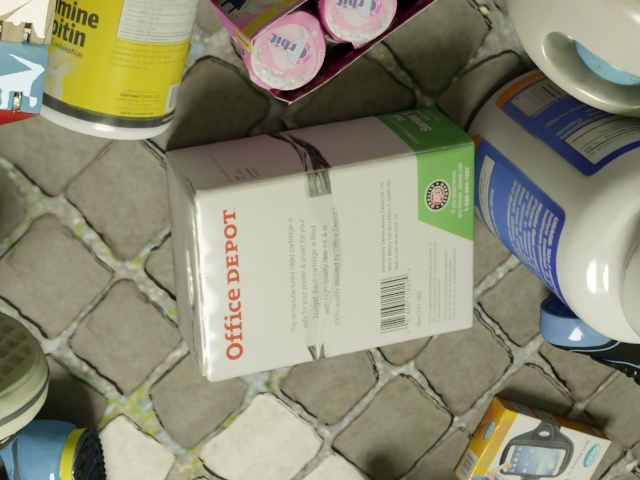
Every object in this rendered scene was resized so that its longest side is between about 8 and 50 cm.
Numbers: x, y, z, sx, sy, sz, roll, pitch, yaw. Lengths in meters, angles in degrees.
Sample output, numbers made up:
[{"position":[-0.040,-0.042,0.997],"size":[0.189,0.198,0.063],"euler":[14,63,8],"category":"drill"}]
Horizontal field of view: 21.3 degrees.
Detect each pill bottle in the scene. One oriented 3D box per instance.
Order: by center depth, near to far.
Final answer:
[{"position":[-0.132,-0.168,1.137],"size":[0.103,0.103,0.184],"euler":[5,112,-24],"category":"pill bottle"},{"position":[0.222,-0.017,1.253],"size":[0.152,0.272,0.152],"euler":[-9,118,-18],"category":"pill bottle"}]

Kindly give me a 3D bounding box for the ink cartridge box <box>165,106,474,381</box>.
[{"position":[0.000,0.000,1.278],"size":[0.219,0.092,0.160],"euler":[-10,117,-17],"category":"ink cartridge box"}]

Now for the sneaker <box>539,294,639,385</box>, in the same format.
[{"position":[0.284,0.095,1.446],"size":[0.232,0.081,0.090],"euler":[2,106,-24],"category":"sneaker"}]

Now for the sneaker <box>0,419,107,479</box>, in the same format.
[{"position":[-0.209,0.221,1.328],"size":[0.082,0.069,0.209],"euler":[5,127,12],"category":"sneaker"}]

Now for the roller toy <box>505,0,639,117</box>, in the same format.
[{"position":[0.234,-0.194,1.213],"size":[0.191,0.209,0.146],"euler":[-12,160,-21],"category":"roller toy"}]

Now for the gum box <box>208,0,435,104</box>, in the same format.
[{"position":[0.015,-0.182,1.186],"size":[0.188,0.107,0.062],"euler":[-36,122,-2],"category":"gum box"}]

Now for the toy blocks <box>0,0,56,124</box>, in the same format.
[{"position":[-0.301,-0.207,1.022],"size":[0.381,0.190,0.261],"euler":[5,122,-14],"category":"toy blocks"}]

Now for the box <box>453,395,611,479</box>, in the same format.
[{"position":[0.192,0.191,1.488],"size":[0.136,0.028,0.081],"euler":[19,106,-26],"category":"box"}]

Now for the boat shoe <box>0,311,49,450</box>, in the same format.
[{"position":[-0.410,0.192,1.162],"size":[0.500,0.187,0.156],"euler":[-26,127,-3],"category":"boat shoe"}]
